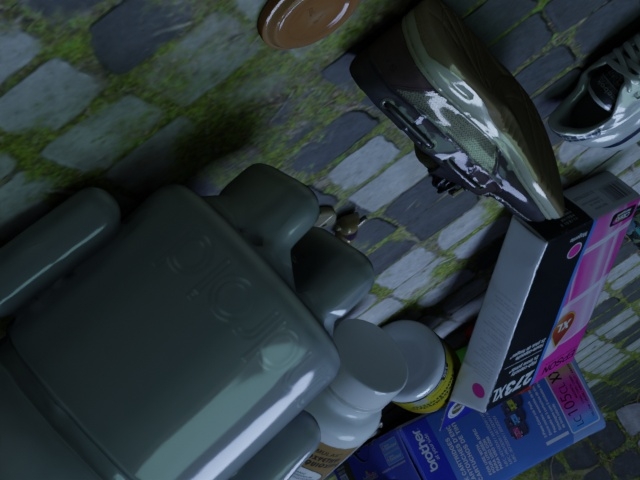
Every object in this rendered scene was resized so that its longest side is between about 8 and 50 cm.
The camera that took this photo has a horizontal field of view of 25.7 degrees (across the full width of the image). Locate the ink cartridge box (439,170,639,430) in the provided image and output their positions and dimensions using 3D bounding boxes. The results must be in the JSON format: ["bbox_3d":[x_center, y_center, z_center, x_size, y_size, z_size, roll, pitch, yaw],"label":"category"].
[{"bbox_3d":[0.264,0.094,1.730,0.176,0.069,0.371,-24,144,-36],"label":"ink cartridge box"}]

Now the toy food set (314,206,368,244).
[{"bbox_3d":[0.000,0.000,1.336,0.078,0.019,0.122,-42,158,24],"label":"toy food set"}]

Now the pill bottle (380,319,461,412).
[{"bbox_3d":[0.124,0.165,1.786,0.103,0.103,0.184,-35,160,6],"label":"pill bottle"}]

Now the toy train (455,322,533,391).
[{"bbox_3d":[0.227,0.190,2.023,0.143,0.105,0.248,-26,166,20],"label":"toy train"}]

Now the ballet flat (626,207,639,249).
[{"bbox_3d":[0.484,-0.012,1.966,0.188,0.070,0.070,-7,148,-50],"label":"ballet flat"}]

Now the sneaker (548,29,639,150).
[{"bbox_3d":[0.321,-0.168,1.335,0.095,0.090,0.235,4,138,-45],"label":"sneaker"}]

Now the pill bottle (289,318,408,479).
[{"bbox_3d":[-0.004,0.196,1.627,0.131,0.131,0.229,-10,150,-47],"label":"pill bottle"}]

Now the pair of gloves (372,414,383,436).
[{"bbox_3d":[0.009,0.265,1.942,0.204,0.042,0.240,-25,158,-19],"label":"pair of gloves"}]

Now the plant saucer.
[{"bbox_3d":[-0.004,-0.159,0.965,0.083,0.013,0.083,-28,159,-12],"label":"plant saucer"}]

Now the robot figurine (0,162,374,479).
[{"bbox_3d":[-0.127,0.097,1.059,0.353,0.300,0.200,-43,-160,-6],"label":"robot figurine"}]

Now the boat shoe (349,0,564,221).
[{"bbox_3d":[0.118,-0.093,1.146,0.092,0.103,0.285,-21,148,22],"label":"boat shoe"}]

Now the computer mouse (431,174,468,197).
[{"bbox_3d":[0.151,-0.097,1.308,0.106,0.042,0.193,-26,166,-3],"label":"computer mouse"}]

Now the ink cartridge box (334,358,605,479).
[{"bbox_3d":[0.199,0.327,2.155,0.395,0.151,0.270,-20,168,-27],"label":"ink cartridge box"}]
